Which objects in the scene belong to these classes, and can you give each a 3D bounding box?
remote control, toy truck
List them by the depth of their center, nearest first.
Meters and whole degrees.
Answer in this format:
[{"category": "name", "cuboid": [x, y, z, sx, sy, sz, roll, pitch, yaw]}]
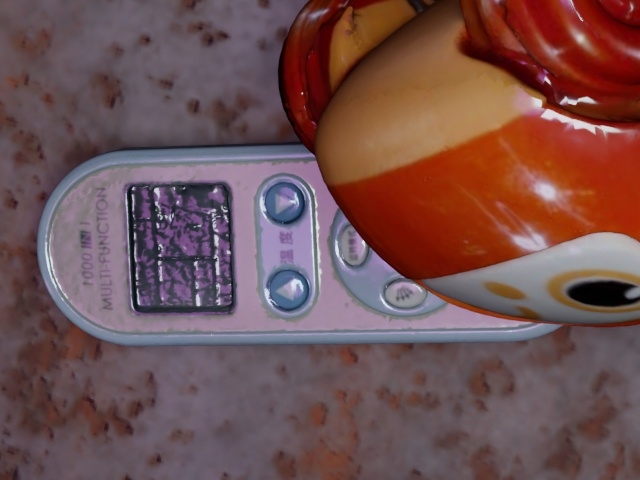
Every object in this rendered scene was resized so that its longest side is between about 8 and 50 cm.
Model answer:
[{"category": "toy truck", "cuboid": [0.141, -0.033, 0.692, 0.265, 0.189, 0.239, -30, 96, -28]}, {"category": "remote control", "cuboid": [0.000, 0.000, 0.815, 0.244, 0.047, 0.087, -1, 100, 11]}]
